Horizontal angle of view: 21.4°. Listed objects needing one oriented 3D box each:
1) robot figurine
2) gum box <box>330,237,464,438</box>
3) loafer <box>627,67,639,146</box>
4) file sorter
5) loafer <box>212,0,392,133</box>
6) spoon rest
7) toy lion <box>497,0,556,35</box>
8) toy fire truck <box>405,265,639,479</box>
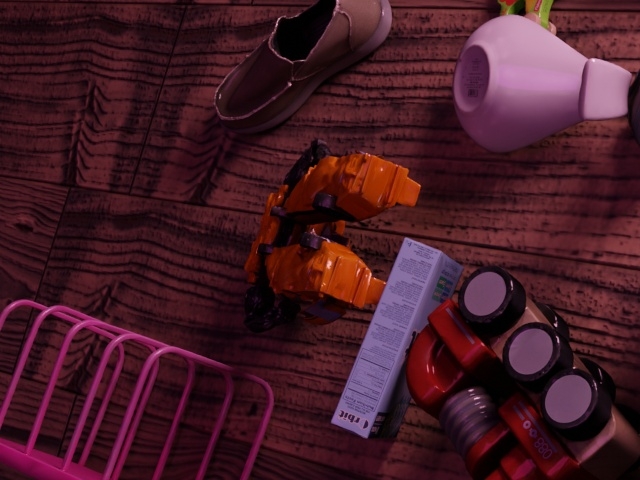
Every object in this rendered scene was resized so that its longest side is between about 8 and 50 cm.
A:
[{"bbox_3d":[0.000,0.000,1.705,0.211,0.085,0.291,-71,15,-8],"label":"robot figurine"},{"bbox_3d":[0.076,0.097,1.609,0.041,0.157,0.184,22,89,14],"label":"gum box"},{"bbox_3d":[0.340,-0.203,1.496,0.268,0.096,0.084,-65,27,26],"label":"loafer"},{"bbox_3d":[-0.223,0.188,1.827,0.290,0.202,0.182,13,80,46],"label":"file sorter"},{"bbox_3d":[-0.037,-0.210,1.887,0.251,0.087,0.094,-35,52,29],"label":"loafer"},{"bbox_3d":[0.210,-0.145,1.617,0.276,0.084,0.137,-161,77,-64],"label":"spoon rest"},{"bbox_3d":[0.209,-0.253,1.713,0.096,0.034,0.100,18,87,53],"label":"toy lion"},{"bbox_3d":[0.150,0.185,1.525,0.246,0.158,0.217,-43,48,9],"label":"toy fire truck"}]
